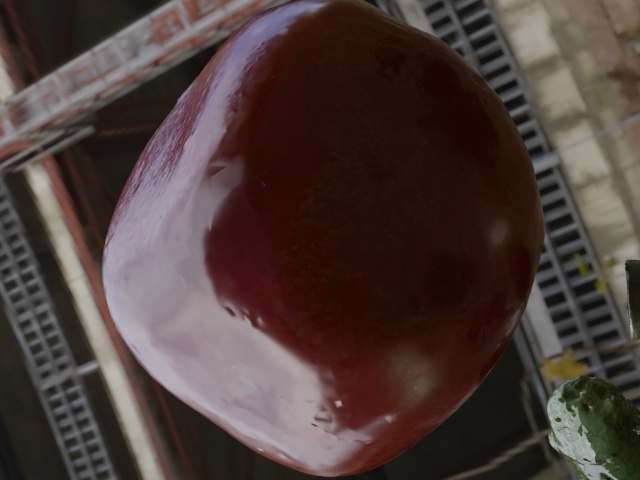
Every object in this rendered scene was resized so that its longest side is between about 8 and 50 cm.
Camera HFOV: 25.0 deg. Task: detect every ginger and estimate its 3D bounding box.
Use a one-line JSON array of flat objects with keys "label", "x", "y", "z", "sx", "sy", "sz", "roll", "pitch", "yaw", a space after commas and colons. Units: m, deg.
[{"label": "ginger", "x": 0.320, "y": 0.216, "z": 1.275, "sx": 0.290, "sy": 0.137, "sz": 0.089, "roll": 35, "pitch": -105, "yaw": 1}]

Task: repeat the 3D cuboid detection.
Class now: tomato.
[{"label": "tomato", "x": 0.000, "y": 0.000, "z": 1.039, "sx": 0.293, "sy": 0.325, "sz": 0.290, "roll": 43, "pitch": -129, "yaw": -12}]

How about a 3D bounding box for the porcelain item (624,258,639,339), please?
[{"label": "porcelain item", "x": 0.324, "y": 0.036, "z": 1.019, "sx": 0.084, "sy": 0.213, "sz": 0.054, "roll": -72, "pitch": -24, "yaw": -63}]
